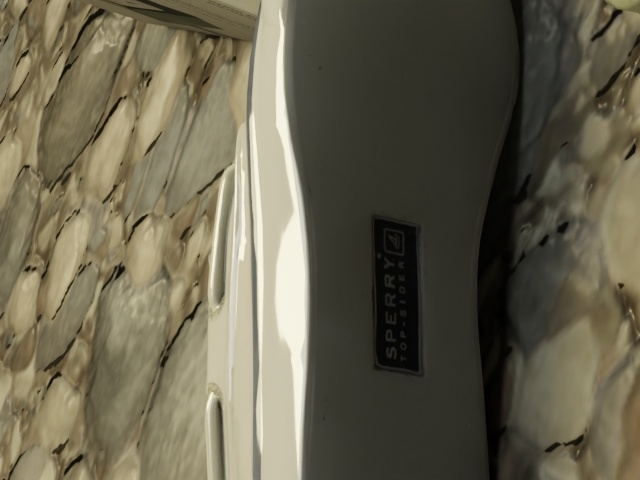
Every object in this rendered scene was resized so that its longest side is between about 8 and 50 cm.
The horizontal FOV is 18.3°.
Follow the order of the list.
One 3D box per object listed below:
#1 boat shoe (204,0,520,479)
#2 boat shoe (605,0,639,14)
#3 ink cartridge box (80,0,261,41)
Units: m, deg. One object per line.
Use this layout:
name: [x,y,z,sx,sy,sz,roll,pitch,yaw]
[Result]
boat shoe: [0.000,0.000,0.619,0.084,0.095,0.258,-25,51,51]
boat shoe: [0.145,-0.243,0.258,0.187,0.156,0.500,-97,11,-51]
ink cartridge box: [-0.038,-0.186,0.788,0.273,0.114,0.198,22,93,64]
